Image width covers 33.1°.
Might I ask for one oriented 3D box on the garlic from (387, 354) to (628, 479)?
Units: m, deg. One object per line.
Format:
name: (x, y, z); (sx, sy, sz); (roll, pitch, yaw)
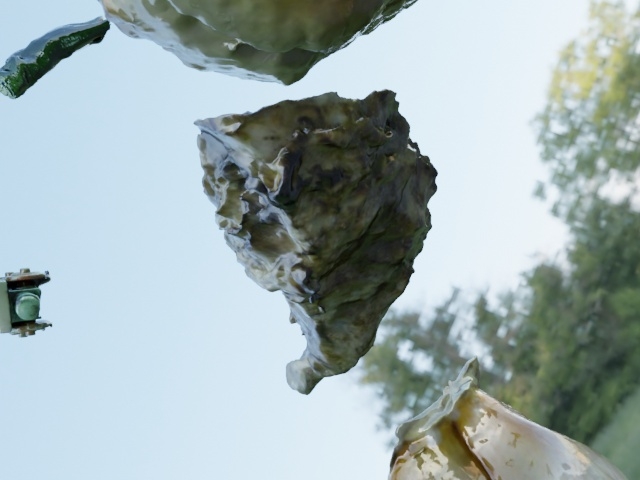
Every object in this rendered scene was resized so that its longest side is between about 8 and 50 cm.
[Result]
garlic: (0.243, 0.329, 1.390); (0.286, 0.313, 0.249); (-28, -36, -32)

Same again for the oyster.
oyster: (0.025, -0.002, 0.947); (0.204, 0.111, 0.396); (-23, -36, -5)

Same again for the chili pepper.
chili pepper: (-0.428, -0.306, 1.730); (0.224, 0.098, 0.061); (-42, -60, -24)

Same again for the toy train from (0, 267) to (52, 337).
toy train: (-0.380, 0.077, 1.241); (0.125, 0.194, 0.080); (-7, -90, -25)

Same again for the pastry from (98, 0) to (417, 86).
pastry: (-0.024, -0.153, 0.376); (0.192, 0.093, 0.182); (-39, -74, -37)
